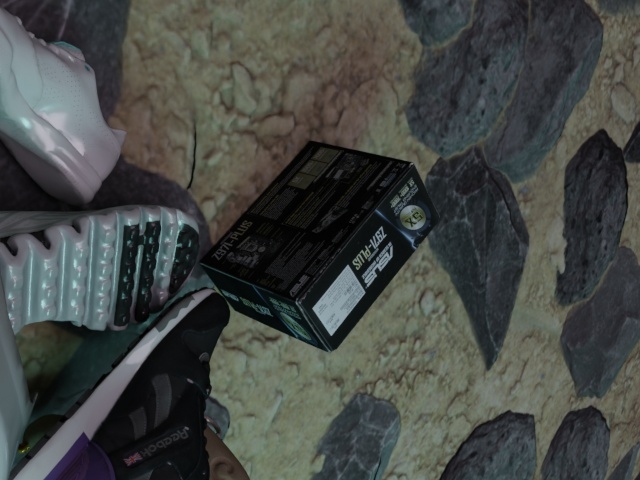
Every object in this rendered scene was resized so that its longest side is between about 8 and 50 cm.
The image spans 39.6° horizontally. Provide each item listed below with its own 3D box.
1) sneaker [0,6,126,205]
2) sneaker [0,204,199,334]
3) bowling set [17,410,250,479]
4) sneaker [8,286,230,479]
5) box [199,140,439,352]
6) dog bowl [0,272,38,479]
[{"bbox_3d":[-0.219,-0.129,0.669,0.094,0.080,0.212,-58,142,-29],"label":"sneaker"},{"bbox_3d":[-0.216,0.013,0.675,0.292,0.118,0.110,-12,124,-49],"label":"sneaker"},{"bbox_3d":[-0.219,0.251,0.756,0.287,0.154,0.200,-9,141,-44],"label":"bowling set"},{"bbox_3d":[-0.133,0.158,0.700,0.124,0.107,0.283,40,43,-2],"label":"sneaker"},{"bbox_3d":[0.000,0.000,0.856,0.180,0.147,0.078,-50,131,-22],"label":"box"},{"bbox_3d":[-0.329,0.095,0.483,0.348,0.102,0.349,-8,126,-11],"label":"dog bowl"}]
